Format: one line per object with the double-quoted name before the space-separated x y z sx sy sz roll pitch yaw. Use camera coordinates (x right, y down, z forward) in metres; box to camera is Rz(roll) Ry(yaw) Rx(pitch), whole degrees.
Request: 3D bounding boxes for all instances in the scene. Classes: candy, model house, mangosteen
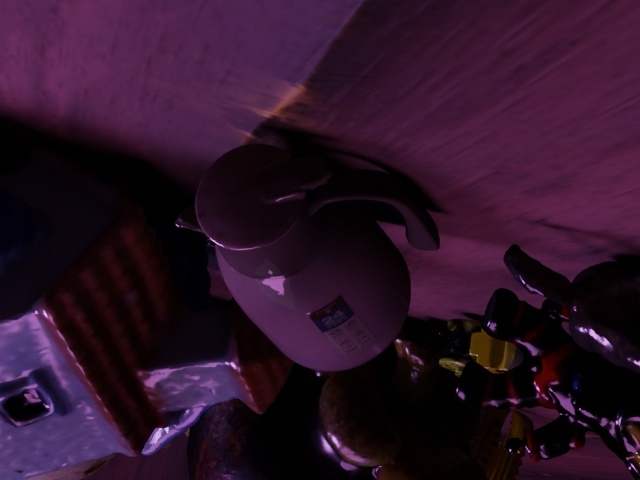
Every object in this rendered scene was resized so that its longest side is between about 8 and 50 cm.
"candy" 0.125 0.266 1.901 0.297 0.187 0.081 12 140 22
"model house" -0.190 0.034 1.101 0.329 0.251 0.295 -10 139 9
"mangosteen" 0.021 0.223 1.445 0.330 0.330 0.330 16 170 3

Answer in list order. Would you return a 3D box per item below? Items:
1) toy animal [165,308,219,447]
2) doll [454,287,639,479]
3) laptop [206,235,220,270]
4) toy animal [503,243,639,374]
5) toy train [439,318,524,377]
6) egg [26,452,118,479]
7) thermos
"toy animal" -0.212 0.145 1.767 0.363 0.181 0.180 10 160 25
"doll" 0.224 0.118 1.018 0.249 0.088 0.127 23 126 3
"laptop" -0.147 -0.001 1.299 0.180 0.016 0.129 13 169 22
"toy animal" 0.216 0.065 0.879 0.233 0.084 0.148 19 171 -35
"toy train" 0.175 0.121 1.336 0.085 0.053 0.250 6 167 22
"egg" -0.366 0.118 1.540 0.379 0.287 0.287 28 169 -3
"thermos" 0.000 0.000 0.879 0.137 0.105 0.193 -13 155 12
